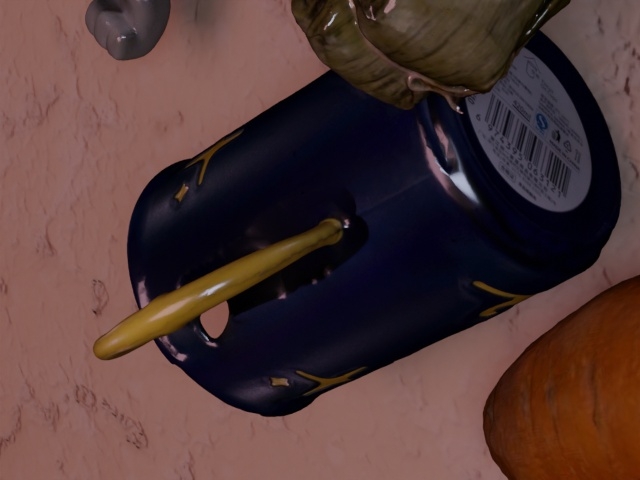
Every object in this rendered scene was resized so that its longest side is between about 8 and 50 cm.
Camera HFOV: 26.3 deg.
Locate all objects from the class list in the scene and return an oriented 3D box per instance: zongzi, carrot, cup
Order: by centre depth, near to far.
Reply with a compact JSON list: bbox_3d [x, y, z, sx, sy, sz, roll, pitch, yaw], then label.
[{"bbox_3d":[0.131,-0.214,0.623,0.300,0.145,0.273,-18,51,35],"label":"zongzi"},{"bbox_3d":[0.180,0.095,0.732,0.225,0.159,0.159,-25,84,53],"label":"carrot"},{"bbox_3d":[0.016,0.011,0.777,0.178,0.255,0.256,44,135,-18],"label":"cup"}]

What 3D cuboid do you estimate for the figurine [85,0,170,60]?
[{"bbox_3d":[-0.152,-0.298,0.891,0.285,0.167,0.342,-9,82,38],"label":"figurine"}]
